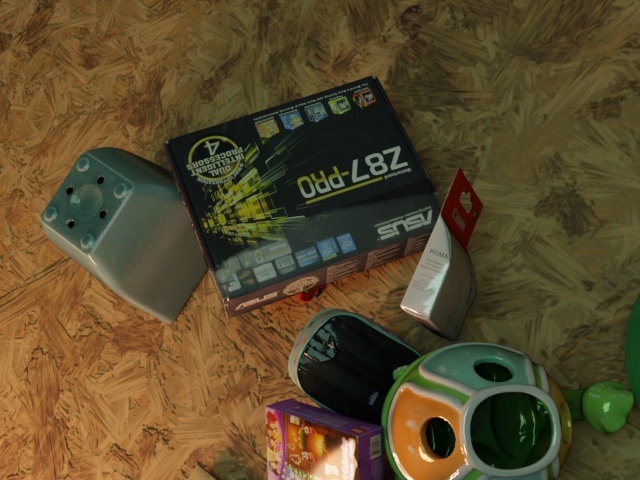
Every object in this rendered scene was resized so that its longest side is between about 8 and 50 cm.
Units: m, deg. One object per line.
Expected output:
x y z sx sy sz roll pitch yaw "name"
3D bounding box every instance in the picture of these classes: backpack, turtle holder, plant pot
0.045 0.196 1.325 0.166 0.188 0.144 -57 18 0 "backpack"
0.254 0.270 1.170 0.320 0.227 0.243 21 76 -6 "turtle holder"
-0.353 -0.030 1.529 0.247 0.252 0.247 32 88 27 "plant pot"

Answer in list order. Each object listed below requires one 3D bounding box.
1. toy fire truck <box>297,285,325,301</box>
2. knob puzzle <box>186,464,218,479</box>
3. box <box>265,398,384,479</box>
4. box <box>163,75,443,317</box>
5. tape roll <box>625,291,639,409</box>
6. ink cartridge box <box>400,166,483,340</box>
0.000 0.000 1.484 0.192 0.047 0.135 -43 62 6 "toy fire truck"
-0.195 0.511 1.414 0.213 0.030 0.213 -7 71 20 "knob puzzle"
0.006 0.402 1.251 0.201 0.057 0.293 5 100 47 "box"
-0.027 -0.081 1.410 0.395 0.097 0.318 -18 68 -10 "box"
0.559 0.139 1.097 0.321 0.077 0.321 -34 46 45 "tape roll"
0.213 0.029 1.304 0.066 0.189 0.232 25 84 27 "ink cartridge box"
